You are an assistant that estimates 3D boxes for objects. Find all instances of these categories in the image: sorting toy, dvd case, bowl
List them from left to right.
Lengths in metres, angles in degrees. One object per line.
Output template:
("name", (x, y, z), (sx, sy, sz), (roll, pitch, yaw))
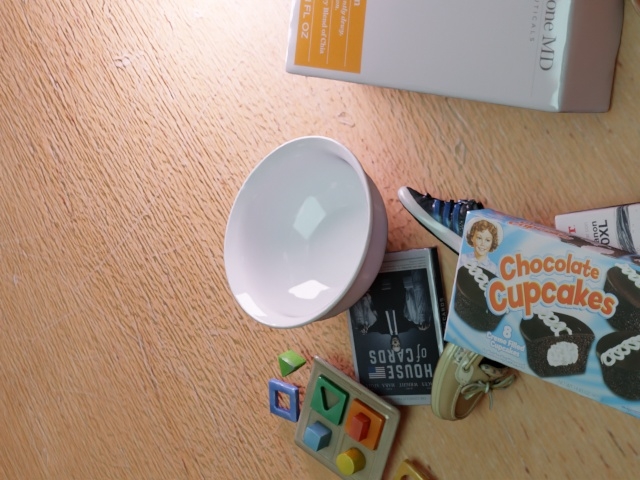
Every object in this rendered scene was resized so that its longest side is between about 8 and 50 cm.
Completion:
("bowl", (0.000, 0.000, 1.783), (0.297, 0.134, 0.298), (-14, 67, 37))
("sorting toy", (0.033, 0.305, 1.852), (0.347, 0.047, 0.196), (31, 124, 31))
("dvd case", (0.120, 0.136, 1.797), (0.179, 0.029, 0.239), (-8, 90, 39))

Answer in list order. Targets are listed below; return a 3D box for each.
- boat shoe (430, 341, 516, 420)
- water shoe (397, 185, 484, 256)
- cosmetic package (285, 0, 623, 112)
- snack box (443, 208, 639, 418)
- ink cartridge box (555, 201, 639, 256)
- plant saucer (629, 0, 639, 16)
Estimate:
("boat shoe", (0.246, 0.149, 1.650), (0.089, 0.104, 0.285), (36, 116, 32))
("water shoe", (0.202, -0.029, 1.700), (0.080, 0.073, 0.203), (-49, 61, 1))
("cosmetic package", (0.177, -0.317, 1.612), (0.453, 0.161, 0.230), (13, 104, 36))
("snack box", (0.317, 0.090, 1.488), (0.321, 0.060, 0.187), (20, 108, 37))
("ink cartridge box", (0.435, 0.033, 1.488), (0.237, 0.100, 0.172), (-8, 90, 40))
("plant saucer", (0.478, -0.349, 1.449), (0.199, 0.037, 0.200), (6, 100, 38))
